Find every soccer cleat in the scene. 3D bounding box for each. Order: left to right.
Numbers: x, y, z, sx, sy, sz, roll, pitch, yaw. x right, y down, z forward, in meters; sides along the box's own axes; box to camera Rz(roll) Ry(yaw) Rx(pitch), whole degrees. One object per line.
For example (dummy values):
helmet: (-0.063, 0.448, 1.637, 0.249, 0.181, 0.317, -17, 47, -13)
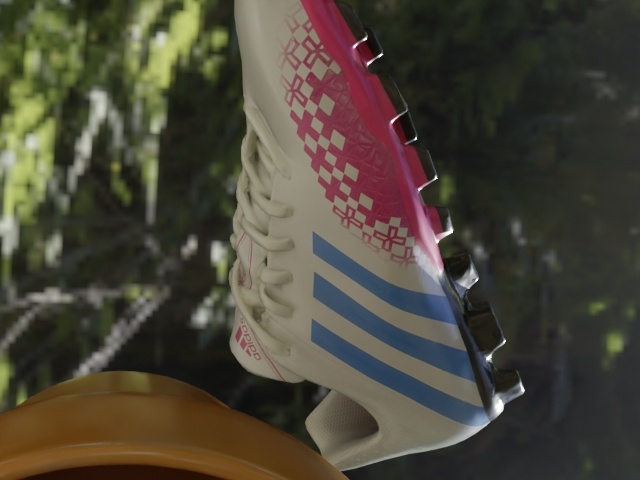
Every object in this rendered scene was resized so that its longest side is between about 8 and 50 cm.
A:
soccer cleat: (0.000, 0.000, 1.059, 0.116, 0.143, 0.331, -109, 175, -56)

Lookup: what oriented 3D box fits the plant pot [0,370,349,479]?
plant pot: (-0.067, 0.132, 0.671, 0.188, 0.205, 0.205, -109, -152, -74)
